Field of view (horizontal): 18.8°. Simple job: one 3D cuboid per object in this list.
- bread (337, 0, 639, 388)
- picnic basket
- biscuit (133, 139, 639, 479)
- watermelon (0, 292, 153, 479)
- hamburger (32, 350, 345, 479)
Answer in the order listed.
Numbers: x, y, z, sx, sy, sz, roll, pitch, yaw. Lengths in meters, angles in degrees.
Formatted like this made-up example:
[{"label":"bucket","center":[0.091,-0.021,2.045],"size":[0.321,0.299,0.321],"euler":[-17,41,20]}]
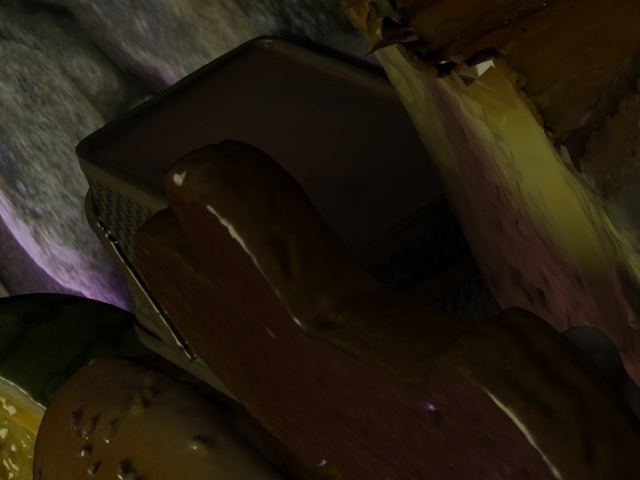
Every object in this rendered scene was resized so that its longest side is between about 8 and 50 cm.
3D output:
[{"label":"bread","center":[0.100,-0.009,0.787],"size":[0.315,0.279,0.248],"euler":[-18,112,43]},{"label":"picnic basket","center":[0.000,0.000,1.100],"size":[0.266,0.165,0.139],"euler":[25,141,46]},{"label":"biscuit","center":[0.040,0.068,0.833],"size":[0.283,0.064,0.432],"euler":[58,165,-27]},{"label":"watermelon","center":[-0.177,0.161,1.584],"size":[0.330,0.189,0.331],"euler":[28,153,16]},{"label":"hamburger","center":[0.016,0.213,1.229],"size":[0.445,0.268,0.287],"euler":[55,151,3]}]
